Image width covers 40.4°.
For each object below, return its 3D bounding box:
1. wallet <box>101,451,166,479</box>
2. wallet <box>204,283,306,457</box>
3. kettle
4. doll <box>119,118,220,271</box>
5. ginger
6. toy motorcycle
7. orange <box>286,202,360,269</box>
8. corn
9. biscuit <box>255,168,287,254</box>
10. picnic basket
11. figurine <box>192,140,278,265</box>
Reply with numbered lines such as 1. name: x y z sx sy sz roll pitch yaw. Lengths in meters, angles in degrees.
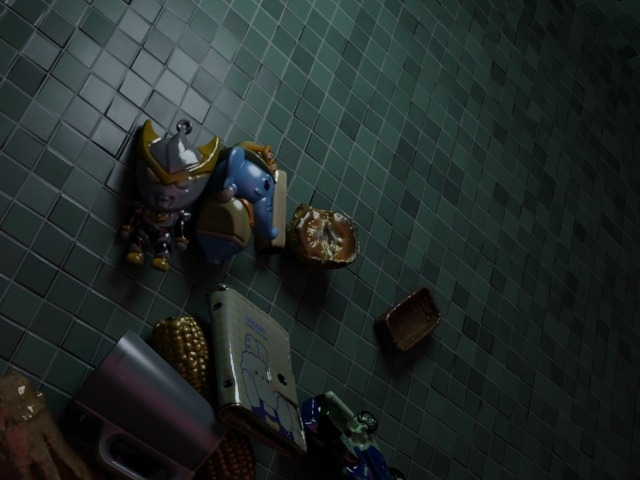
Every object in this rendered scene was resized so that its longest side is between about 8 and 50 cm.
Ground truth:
1. wallet: -0.306 0.528 1.489 0.172 0.045 0.318 16 68 -37
2. wallet: -0.123 0.243 1.618 0.223 0.077 0.309 46 18 -36
3. kettle: -0.290 0.299 1.445 0.243 0.160 0.210 40 44 -5
4. doll: -0.298 -0.095 1.658 0.103 0.145 0.316 54 44 -63
5. ginger: -0.438 0.360 1.362 0.354 0.126 0.190 50 38 -17
6. toy motorcycle: 0.071 0.458 1.768 0.331 0.125 0.196 50 27 -12
7. orange: 0.000 0.000 1.892 0.160 0.112 0.170 -34 77 -32
8. corn: -0.216 0.309 1.594 0.120 0.120 0.363 -22 88 -44
9. biscuit: -0.102 -0.063 1.854 0.052 0.056 0.188 15 66 -38
10. picnic basket: 0.207 0.189 2.060 0.193 0.055 0.110 -29 96 -43
11. figurine: -0.166 -0.073 1.755 0.180 0.154 0.262 18 82 -47
